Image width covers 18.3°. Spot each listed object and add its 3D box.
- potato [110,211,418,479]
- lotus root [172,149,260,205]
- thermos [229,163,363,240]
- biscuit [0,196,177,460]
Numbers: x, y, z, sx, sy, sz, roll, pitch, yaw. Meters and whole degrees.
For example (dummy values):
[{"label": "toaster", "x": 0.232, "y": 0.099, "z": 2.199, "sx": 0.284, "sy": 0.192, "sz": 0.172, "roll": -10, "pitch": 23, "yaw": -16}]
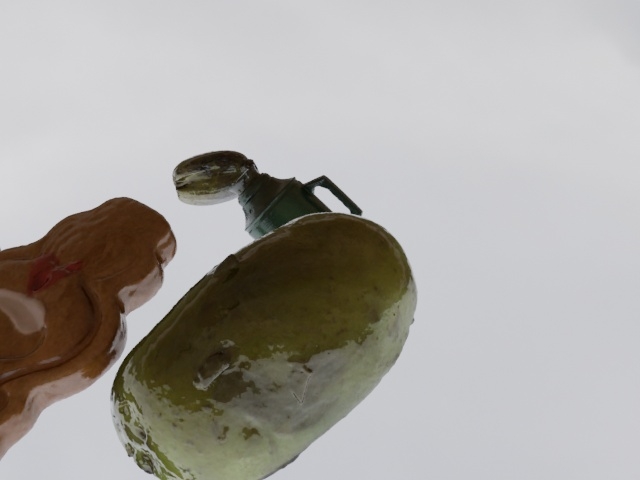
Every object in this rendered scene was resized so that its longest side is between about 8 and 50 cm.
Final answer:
[{"label": "potato", "x": -0.050, "y": 0.071, "z": 1.532, "sx": 0.271, "sy": 0.111, "sz": 0.160, "roll": -38, "pitch": -127, "yaw": -7}, {"label": "lotus root", "x": -0.103, "y": -0.064, "z": 1.996, "sx": 0.099, "sy": 0.054, "sz": 0.049, "roll": -11, "pitch": -179, "yaw": 23}, {"label": "thermos", "x": -0.003, "y": 0.004, "z": 1.816, "sx": 0.187, "sy": 0.083, "sz": 0.073, "roll": 43, "pitch": -131, "yaw": -2}, {"label": "biscuit", "x": -0.260, "y": 0.082, "z": 1.642, "sx": 0.334, "sy": 0.047, "sz": 0.202, "roll": -42, "pitch": -138, "yaw": -18}]
